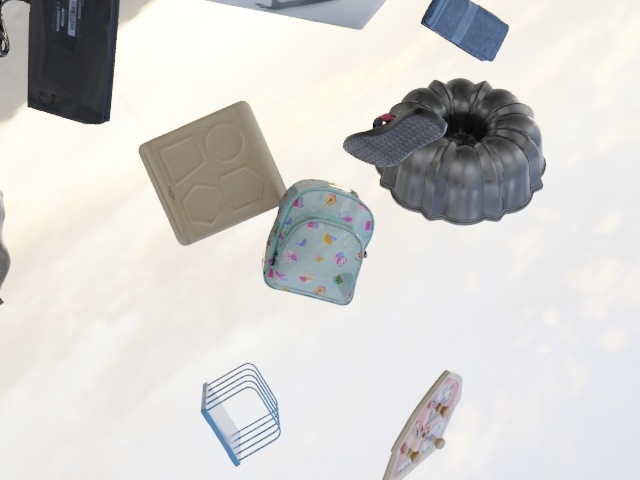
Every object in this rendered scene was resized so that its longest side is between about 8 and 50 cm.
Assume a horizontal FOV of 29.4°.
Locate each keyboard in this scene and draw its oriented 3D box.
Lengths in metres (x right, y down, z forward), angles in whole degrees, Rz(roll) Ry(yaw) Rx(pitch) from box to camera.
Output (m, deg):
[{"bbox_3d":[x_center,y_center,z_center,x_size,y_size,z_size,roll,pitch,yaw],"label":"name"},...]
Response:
[{"bbox_3d":[-0.354,-0.308,1.593,0.033,0.201,0.317,-61,166,-56],"label":"keyboard"}]

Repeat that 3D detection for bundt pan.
[{"bbox_3d":[0.263,-0.187,2.277,0.331,0.124,0.331,-1,-134,1],"label":"bundt pan"}]

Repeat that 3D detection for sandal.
[{"bbox_3d":[0.096,-0.135,1.522,0.179,0.067,0.040,-20,-135,53],"label":"sandal"}]

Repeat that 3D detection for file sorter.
[{"bbox_3d":[-0.137,0.300,2.158,0.104,0.118,0.170,-31,-170,2],"label":"file sorter"}]

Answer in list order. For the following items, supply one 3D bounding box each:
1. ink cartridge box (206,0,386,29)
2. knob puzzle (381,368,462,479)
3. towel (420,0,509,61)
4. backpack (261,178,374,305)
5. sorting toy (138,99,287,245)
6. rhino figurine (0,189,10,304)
[{"bbox_3d":[-0.044,-0.329,1.385,0.239,0.275,0.060,145,-48,-72],"label":"ink cartridge box"},{"bbox_3d":[0.165,0.273,1.799,0.030,0.213,0.213,32,-117,24],"label":"knob puzzle"},{"bbox_3d":[0.206,-0.306,1.728,0.067,0.119,0.029,-60,-164,5],"label":"towel"},{"bbox_3d":[0.000,0.000,1.954,0.144,0.166,0.188,-127,-127,-79],"label":"backpack"},{"bbox_3d":[-0.182,-0.115,2.092,0.208,0.193,0.038,-24,-174,-3],"label":"sorting toy"},{"bbox_3d":[-0.525,0.017,1.847,0.106,0.243,0.073,-4,174,-24],"label":"rhino figurine"}]
